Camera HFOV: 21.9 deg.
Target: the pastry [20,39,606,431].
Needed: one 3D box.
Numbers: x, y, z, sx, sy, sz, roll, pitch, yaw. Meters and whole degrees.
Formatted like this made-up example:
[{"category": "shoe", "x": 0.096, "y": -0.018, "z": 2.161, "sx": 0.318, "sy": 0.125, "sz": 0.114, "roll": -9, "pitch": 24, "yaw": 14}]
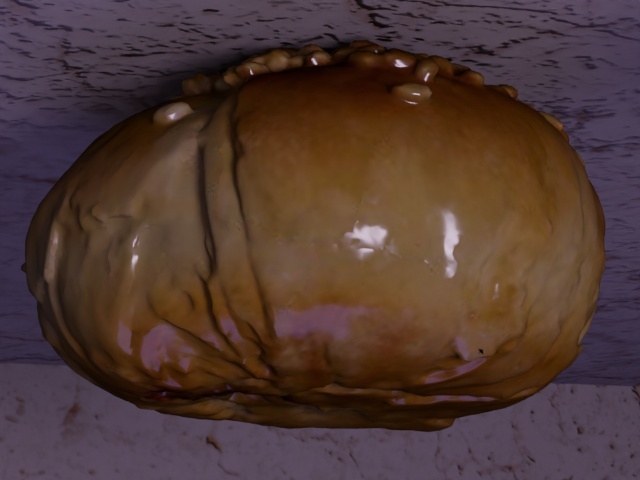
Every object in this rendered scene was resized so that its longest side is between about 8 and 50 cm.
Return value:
[{"category": "pastry", "x": 0.000, "y": 0.000, "z": 1.168, "sx": 0.410, "sy": 0.245, "sz": 0.409, "roll": 0, "pitch": 164, "yaw": 0}]
